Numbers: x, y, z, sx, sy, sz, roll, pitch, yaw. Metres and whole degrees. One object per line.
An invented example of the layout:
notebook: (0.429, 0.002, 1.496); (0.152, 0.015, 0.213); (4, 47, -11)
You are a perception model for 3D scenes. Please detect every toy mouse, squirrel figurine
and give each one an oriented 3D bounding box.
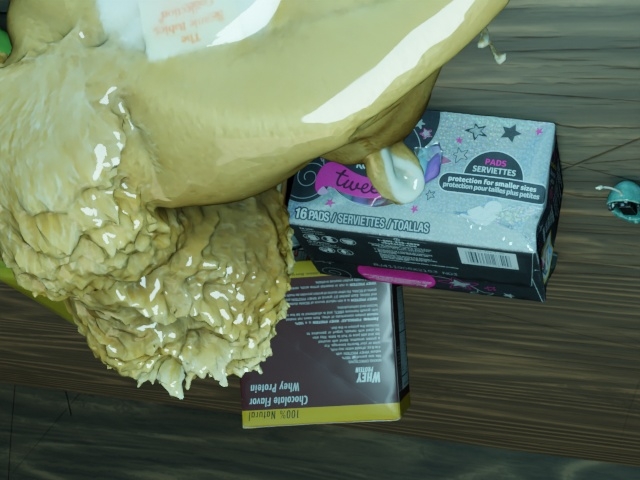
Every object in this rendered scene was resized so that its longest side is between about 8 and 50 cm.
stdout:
toy mouse: (0.342, -0.046, 1.364); (0.143, 0.031, 0.161); (16, 163, -14)
squirrel figurine: (-0.053, -0.100, 0.893); (0.281, 0.397, 0.370); (41, -174, 13)

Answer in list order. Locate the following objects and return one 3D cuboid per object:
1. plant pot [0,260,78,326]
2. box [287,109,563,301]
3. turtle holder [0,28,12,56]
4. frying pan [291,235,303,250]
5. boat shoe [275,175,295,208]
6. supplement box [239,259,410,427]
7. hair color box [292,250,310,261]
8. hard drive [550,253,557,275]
plant pot: (-0.212, -0.015, 1.536); (0.187, 0.212, 0.212); (8, 163, 20)
box: (0.110, -0.042, 1.355); (0.247, 0.142, 0.163); (6, 162, 15)
turtle holder: (-0.407, -0.123, 1.286); (0.243, 0.227, 0.320); (13, 169, -13)
frying pan: (0.021, 0.000, 1.646); (0.326, 0.053, 0.197); (-2, 178, 40)
boat shoe: (-0.057, -0.062, 1.446); (0.119, 0.123, 0.324); (-2, 169, 7)
supplement box: (0.004, 0.120, 1.630); (0.191, 0.194, 0.129); (-4, 179, 9)
hair color box: (-0.058, -0.001, 1.733); (0.141, 0.072, 0.043); (19, 161, -19)
hard drive: (0.227, 0.027, 1.707); (0.135, 0.022, 0.094); (11, 164, 4)
